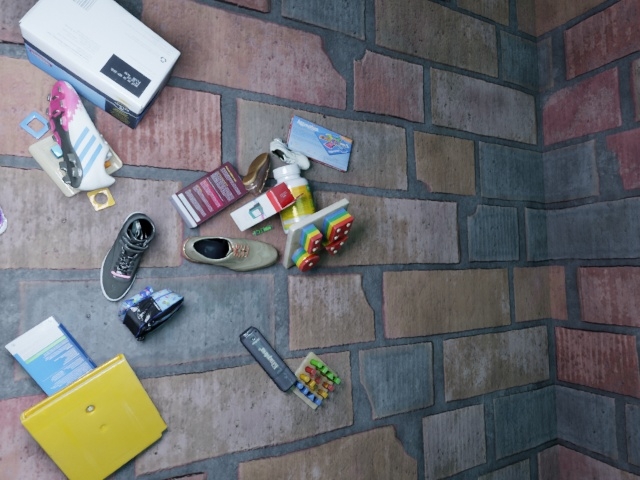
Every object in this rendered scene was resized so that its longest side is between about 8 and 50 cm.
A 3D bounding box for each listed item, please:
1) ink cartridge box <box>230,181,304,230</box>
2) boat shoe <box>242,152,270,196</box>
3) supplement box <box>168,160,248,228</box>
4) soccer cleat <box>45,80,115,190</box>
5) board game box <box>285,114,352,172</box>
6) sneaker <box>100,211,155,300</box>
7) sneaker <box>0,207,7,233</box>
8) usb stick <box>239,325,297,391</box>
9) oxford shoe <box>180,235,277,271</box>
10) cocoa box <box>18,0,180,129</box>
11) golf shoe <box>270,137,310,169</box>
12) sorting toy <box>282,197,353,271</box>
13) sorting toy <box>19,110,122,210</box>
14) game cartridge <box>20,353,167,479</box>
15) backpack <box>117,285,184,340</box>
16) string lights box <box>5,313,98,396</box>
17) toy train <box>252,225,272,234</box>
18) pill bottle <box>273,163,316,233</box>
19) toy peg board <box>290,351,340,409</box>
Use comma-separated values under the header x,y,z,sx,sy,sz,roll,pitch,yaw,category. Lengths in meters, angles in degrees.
x,y,z,sx,sy,sz,roll,pitch,yaw,category
-0.184,-0.130,1.477,0.078,0.231,0.134,59,23,-11,ink cartridge box
-0.226,-0.242,1.545,0.073,0.073,0.207,54,36,-33,boat shoe
-0.388,-0.160,1.472,0.239,0.073,0.130,-38,105,-25,supplement box
-0.708,-0.304,1.254,0.143,0.116,0.331,-6,80,-57,soccer cleat
-0.004,-0.392,1.727,0.281,0.027,0.145,16,80,-27,board game box
-0.598,0.045,1.301,0.105,0.147,0.295,22,78,-28,sneaker
-0.942,-0.127,1.149,0.095,0.104,0.236,-24,97,-27,sneaker
-0.190,0.436,1.544,0.077,0.045,0.278,-38,102,-11,usb stick
-0.299,0.047,1.473,0.348,0.130,0.123,3,85,-29,oxford shoe
-0.649,-0.551,1.269,0.347,0.228,0.231,34,71,-23,cocoa box
-0.121,-0.314,1.618,0.176,0.069,0.086,30,38,-17,golf shoe
0.000,0.000,1.567,0.257,0.255,0.089,-29,65,-27,sorting toy
-0.747,-0.257,1.297,0.196,0.047,0.347,-41,106,-25,sorting toy
-0.645,0.539,1.242,0.285,0.053,0.323,-31,122,-29,game cartridge
-0.525,0.212,1.328,0.117,0.158,0.173,49,51,3,backpack
-0.760,0.360,1.228,0.133,0.077,0.259,-38,104,-25,string lights box
-0.216,-0.039,1.586,0.083,0.024,0.017,-22,97,-28,toy train
-0.100,-0.157,1.594,0.136,0.136,0.245,-17,95,-29,pill bottle
-0.017,0.545,1.621,0.161,0.079,0.160,47,67,-17,toy peg board
